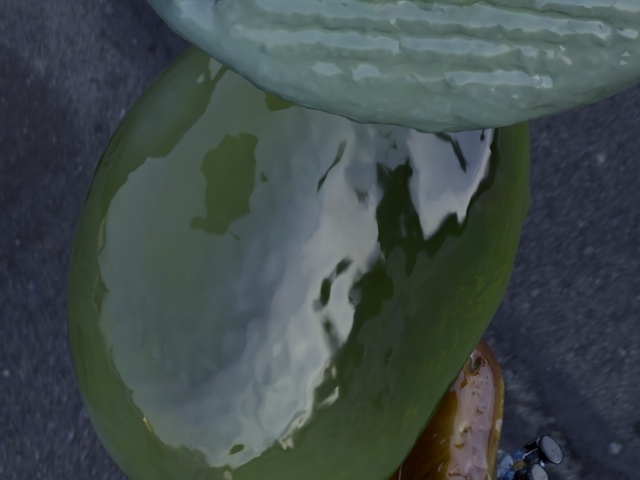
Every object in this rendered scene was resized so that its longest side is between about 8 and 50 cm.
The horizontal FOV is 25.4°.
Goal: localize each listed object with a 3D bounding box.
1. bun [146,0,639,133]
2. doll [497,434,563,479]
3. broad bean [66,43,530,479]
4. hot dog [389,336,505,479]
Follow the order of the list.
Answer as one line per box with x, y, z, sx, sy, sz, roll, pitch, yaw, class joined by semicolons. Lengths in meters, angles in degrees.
0.029;-0.132;0.343;0.204;0.212;0.126;20;48;-11;bun
0.168;0.247;1.483;0.070;0.195;0.096;53;51;-13;doll
0.000;0.000;0.674;0.291;0.119;0.238;-54;130;-23;broad bean
0.013;0.184;0.790;0.158;0.117;0.348;26;55;-25;hot dog
